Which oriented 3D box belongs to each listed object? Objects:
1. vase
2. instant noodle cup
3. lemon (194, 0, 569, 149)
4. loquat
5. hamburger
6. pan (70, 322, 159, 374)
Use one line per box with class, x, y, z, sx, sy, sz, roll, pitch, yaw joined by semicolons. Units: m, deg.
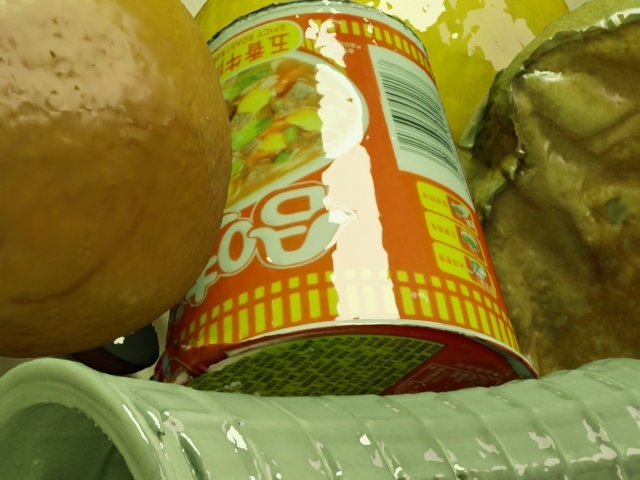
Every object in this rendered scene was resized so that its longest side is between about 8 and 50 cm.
vase;0.028;0.108;0.600;0.298;0.143;0.143;-1;49;-40
instant noodle cup;0.000;0.000;0.793;0.193;0.193;0.212;36;38;-45
lemon;0.041;-0.082;1.044;0.293;0.293;0.293;47;15;-17
loquat;-0.133;-0.045;0.652;0.187;0.176;0.234;47;19;32
hamburger;0.190;0.005;0.902;0.265;0.285;0.134;12;9;-7
pan;-0.126;0.029;0.774;0.115;0.023;0.068;38;21;-31
